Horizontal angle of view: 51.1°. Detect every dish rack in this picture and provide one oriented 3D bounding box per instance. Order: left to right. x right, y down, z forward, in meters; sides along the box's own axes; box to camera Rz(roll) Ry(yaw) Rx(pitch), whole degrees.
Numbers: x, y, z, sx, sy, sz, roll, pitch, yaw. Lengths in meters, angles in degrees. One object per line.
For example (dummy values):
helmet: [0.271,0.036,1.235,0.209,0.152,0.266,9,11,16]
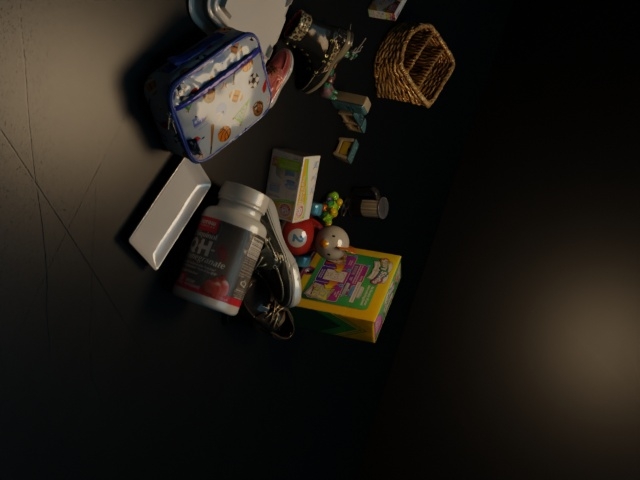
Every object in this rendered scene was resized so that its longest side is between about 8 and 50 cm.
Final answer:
dish rack: [-0.169,-0.586,1.616,0.333,0.073,0.285,36,72,-65]

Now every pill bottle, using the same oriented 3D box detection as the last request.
pill bottle: [-0.243,0.018,1.713,0.176,0.177,0.318,35,73,-65]

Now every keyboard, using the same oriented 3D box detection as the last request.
keyboard: [-0.193,0.168,2.092,0.317,0.033,0.201,13,100,-66]

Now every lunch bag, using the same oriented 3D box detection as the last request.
lunch bag: [-0.249,-0.332,1.513,0.303,0.115,0.243,-45,147,-29]

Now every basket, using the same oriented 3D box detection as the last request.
basket: [0.355,-0.671,2.479,0.299,0.223,0.213,-55,150,-32]

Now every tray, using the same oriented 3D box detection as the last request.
tray: [-0.359,-0.075,1.587,0.270,0.030,0.145,-62,152,-23]

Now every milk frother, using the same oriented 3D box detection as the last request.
milk frother: [0.160,-0.123,2.518,0.143,0.135,0.129,-57,137,-36]

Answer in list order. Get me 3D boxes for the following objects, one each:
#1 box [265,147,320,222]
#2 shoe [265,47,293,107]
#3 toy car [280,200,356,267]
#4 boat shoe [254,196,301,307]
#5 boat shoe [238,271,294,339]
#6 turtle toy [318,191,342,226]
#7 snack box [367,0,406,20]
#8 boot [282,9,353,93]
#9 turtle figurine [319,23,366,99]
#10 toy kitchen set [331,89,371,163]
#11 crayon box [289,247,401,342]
box: [-0.087,-0.165,2.000,0.103,0.114,0.203,-18,123,-61]
shoe: [-0.130,-0.444,1.789,0.177,0.064,0.081,-67,160,-4]
toy car: [0.000,0.000,2.139,0.210,0.238,0.219,-4,108,-64]
boat shoe: [-0.160,0.040,1.892,0.119,0.121,0.334,-16,84,-42]
boat shoe: [-0.156,0.200,1.999,0.132,0.130,0.355,-60,155,-14]
turtle toy: [0.034,-0.118,2.342,0.130,0.066,0.095,-58,175,-36]
snack box: [0.234,-0.815,2.277,0.141,0.100,0.037,-63,155,-23]
boot: [-0.040,-0.534,1.893,0.179,0.236,0.085,17,47,-32]
turtle figurine: [0.051,-0.556,2.034,0.175,0.118,0.234,-45,155,-59]
toy kitchen set: [0.102,-0.373,2.255,0.166,0.122,0.207,-68,155,-12]
crayon box: [0.080,0.165,2.250,0.363,0.313,0.106,-59,154,-50]
